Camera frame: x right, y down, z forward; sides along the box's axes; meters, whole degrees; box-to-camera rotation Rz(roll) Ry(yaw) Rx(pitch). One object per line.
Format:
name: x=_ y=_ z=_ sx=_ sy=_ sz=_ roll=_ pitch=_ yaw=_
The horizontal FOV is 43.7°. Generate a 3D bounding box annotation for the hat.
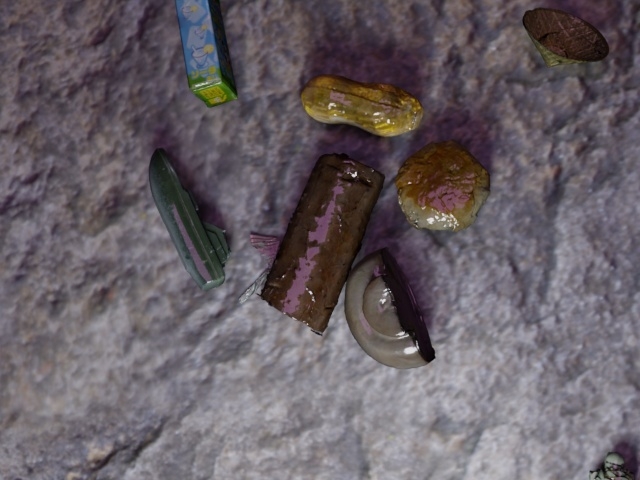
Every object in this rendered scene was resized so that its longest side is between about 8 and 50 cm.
hat: x=0.378 y=-0.304 z=1.278 sx=0.145 sy=0.067 sz=0.146 roll=10 pitch=46 yaw=-10

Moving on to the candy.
candy: x=-0.198 y=-0.338 z=1.370 sx=0.062 sy=0.097 sz=0.195 roll=-13 pitch=79 yaw=10

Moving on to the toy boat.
toy boat: x=-0.221 y=-0.043 z=1.342 sx=0.085 sy=0.078 sz=0.261 roll=-23 pitch=78 yaw=-18

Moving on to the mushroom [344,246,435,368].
mushroom: x=0.098 y=0.116 z=1.227 sx=0.117 sy=0.141 sz=0.188 roll=-32 pitch=73 yaw=27

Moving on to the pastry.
pastry: x=0.193 y=-0.086 z=1.264 sx=0.153 sy=0.081 sz=0.153 roll=-2 pitch=84 yaw=14

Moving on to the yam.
yam: x=0.001 y=0.000 z=1.267 sx=0.131 sy=0.131 sz=0.280 roll=21 pitch=84 yaw=13

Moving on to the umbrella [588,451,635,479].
umbrella: x=0.421 y=0.381 z=1.163 sx=0.067 sy=0.062 sz=0.144 roll=4 pitch=82 yaw=42

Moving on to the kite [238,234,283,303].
kite: x=-0.084 y=0.047 z=1.335 sx=0.152 sy=0.005 sz=0.137 roll=-35 pitch=77 yaw=4

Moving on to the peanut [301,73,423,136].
peanut: x=0.067 y=-0.221 z=1.309 sx=0.206 sy=0.087 sz=0.087 roll=13 pitch=84 yaw=15
